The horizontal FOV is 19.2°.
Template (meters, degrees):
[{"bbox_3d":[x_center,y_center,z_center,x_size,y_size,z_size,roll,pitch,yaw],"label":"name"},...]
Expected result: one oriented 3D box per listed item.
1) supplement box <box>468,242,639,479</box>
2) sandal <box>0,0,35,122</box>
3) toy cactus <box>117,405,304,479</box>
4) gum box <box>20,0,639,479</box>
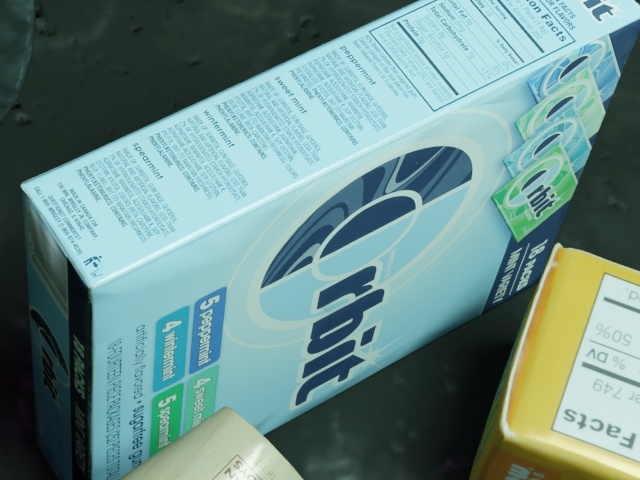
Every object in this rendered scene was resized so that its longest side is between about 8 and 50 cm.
[{"bbox_3d":[0.167,0.084,0.599,0.233,0.078,0.080,22,62,7],"label":"supplement box"},{"bbox_3d":[-0.319,-0.067,0.606,0.445,0.167,0.107,-5,34,-18],"label":"sandal"},{"bbox_3d":[-0.081,0.116,0.511,0.219,0.112,0.180,43,79,11],"label":"toy cactus"},{"bbox_3d":[0.000,0.000,0.582,0.184,0.157,0.041,-27,65,-20],"label":"gum box"}]
